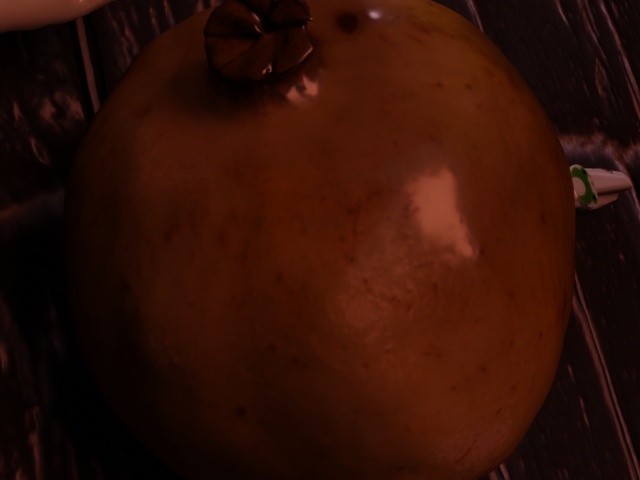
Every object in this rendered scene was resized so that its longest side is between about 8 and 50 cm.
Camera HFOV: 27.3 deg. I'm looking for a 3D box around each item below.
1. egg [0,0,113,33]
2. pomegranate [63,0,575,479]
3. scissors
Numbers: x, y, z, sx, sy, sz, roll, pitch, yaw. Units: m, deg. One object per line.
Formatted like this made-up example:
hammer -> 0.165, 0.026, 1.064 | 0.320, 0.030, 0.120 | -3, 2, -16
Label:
egg -> -0.181, -0.331, 0.637 | 0.354, 0.354, 0.340 | -11, 55, -52
pomegranate -> 0.009, 0.006, 0.722 | 0.307, 0.307, 0.307 | 27, 51, -39
scissors -> 0.229, -0.044, 1.196 | 0.204, 0.027, 0.101 | -5, 75, -49
